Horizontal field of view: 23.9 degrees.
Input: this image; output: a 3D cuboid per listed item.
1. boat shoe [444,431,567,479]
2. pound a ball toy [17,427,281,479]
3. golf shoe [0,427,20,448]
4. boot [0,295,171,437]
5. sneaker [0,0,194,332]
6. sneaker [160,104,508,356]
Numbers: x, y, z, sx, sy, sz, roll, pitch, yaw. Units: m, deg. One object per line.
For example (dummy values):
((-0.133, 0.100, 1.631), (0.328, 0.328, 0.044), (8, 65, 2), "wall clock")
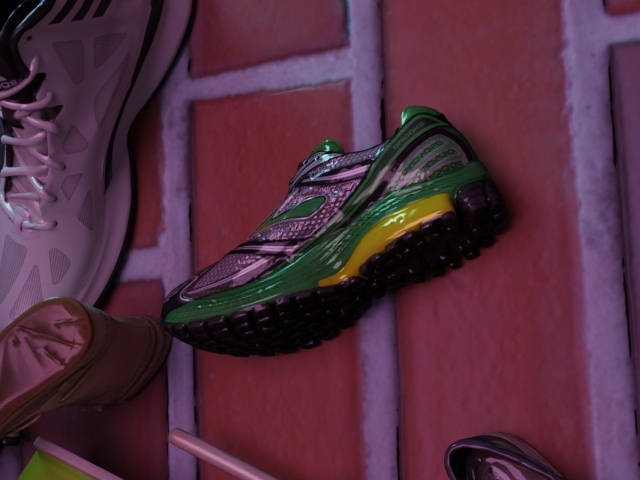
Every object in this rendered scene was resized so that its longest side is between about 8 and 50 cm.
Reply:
((0.212, 0.259, 1.247), (0.285, 0.092, 0.103), (40, 102, 28), "boat shoe")
((-0.144, 0.286, 1.442), (0.319, 0.136, 0.208), (20, 67, 30), "pound a ball toy")
((-0.397, 0.234, 1.607), (0.186, 0.067, 0.086), (-41, 64, 18), "golf shoe")
((-0.286, 0.146, 1.480), (0.262, 0.203, 0.095), (-36, 74, 13), "boot")
((-0.300, -0.113, 1.499), (0.169, 0.257, 0.447), (18, 92, 30), "sneaker")
((0.000, 0.000, 1.403), (0.343, 0.134, 0.146), (-28, 63, 13), "sneaker")
